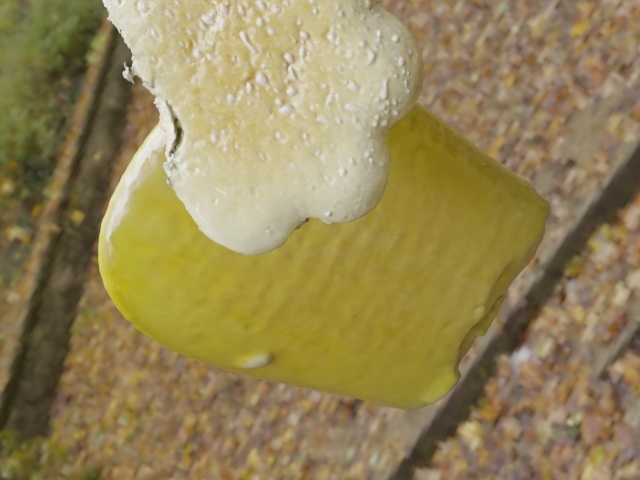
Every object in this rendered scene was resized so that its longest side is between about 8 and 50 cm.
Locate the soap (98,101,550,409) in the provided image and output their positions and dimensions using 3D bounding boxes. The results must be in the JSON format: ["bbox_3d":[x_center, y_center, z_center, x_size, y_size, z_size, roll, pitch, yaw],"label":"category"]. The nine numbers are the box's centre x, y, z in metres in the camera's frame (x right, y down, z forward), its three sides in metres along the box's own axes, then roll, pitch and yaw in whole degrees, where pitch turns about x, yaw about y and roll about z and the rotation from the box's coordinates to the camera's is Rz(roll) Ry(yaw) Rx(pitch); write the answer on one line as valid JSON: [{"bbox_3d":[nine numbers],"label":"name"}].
[{"bbox_3d":[-0.001,-0.002,1.341,0.306,0.427,0.115,-51,41,16],"label":"soap"}]

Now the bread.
[{"bbox_3d":[-0.034,-0.122,0.944,0.181,0.251,0.039,-19,10,9],"label":"bread"}]
